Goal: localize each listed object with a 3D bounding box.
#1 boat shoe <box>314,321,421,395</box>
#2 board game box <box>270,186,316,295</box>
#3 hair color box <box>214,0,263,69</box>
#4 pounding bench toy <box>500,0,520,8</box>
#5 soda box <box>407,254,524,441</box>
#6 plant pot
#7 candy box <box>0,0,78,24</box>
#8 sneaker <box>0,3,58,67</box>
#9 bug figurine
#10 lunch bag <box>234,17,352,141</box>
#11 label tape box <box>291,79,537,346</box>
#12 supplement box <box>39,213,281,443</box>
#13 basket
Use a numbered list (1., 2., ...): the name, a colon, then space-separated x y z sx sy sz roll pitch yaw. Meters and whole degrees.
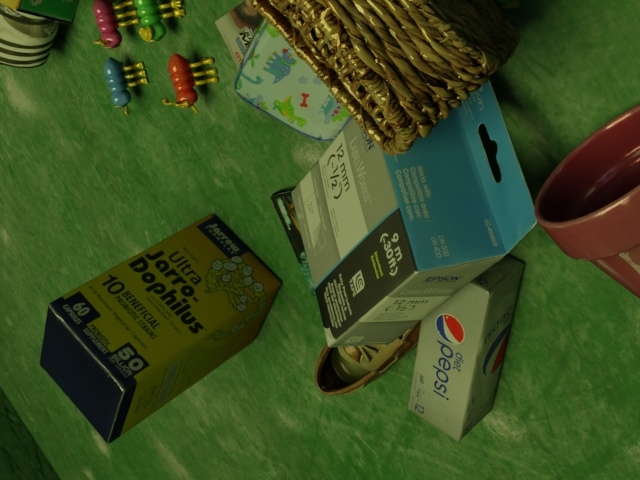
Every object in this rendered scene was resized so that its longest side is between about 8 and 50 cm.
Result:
1. boat shoe: 0.083 0.148 1.325 0.122 0.120 0.324 44 139 15
2. board game box: 0.000 0.000 1.385 0.126 0.026 0.186 -7 110 48
3. hair color box: -0.069 -0.306 1.230 0.167 0.053 0.093 -17 102 48
4. pounding bench toy: 0.191 -0.291 0.962 0.052 0.065 0.083 -3 113 46
5. soda box: 0.201 0.142 1.222 0.098 0.091 0.286 29 133 32
6. plant pot: 0.354 -0.022 0.892 0.180 0.201 0.201 46 142 -12
7. candy box: -0.458 -0.529 1.333 0.268 0.122 0.317 29 107 30
8. sneaker: -0.668 -0.491 1.630 0.447 0.169 0.257 45 137 11
9. bug figurine: -0.300 -0.312 1.449 0.279 0.072 0.216 7 120 43
10. lunch bag: 0.001 -0.241 1.120 0.176 0.090 0.219 27 133 -11
11. label tape box: 0.101 -0.043 1.105 0.347 0.115 0.249 -49 47 52
12. supplement box: -0.274 0.144 1.501 0.194 0.356 0.195 44 139 15
13. basket: 0.023 -0.230 0.902 0.223 0.213 0.299 -38 96 31
